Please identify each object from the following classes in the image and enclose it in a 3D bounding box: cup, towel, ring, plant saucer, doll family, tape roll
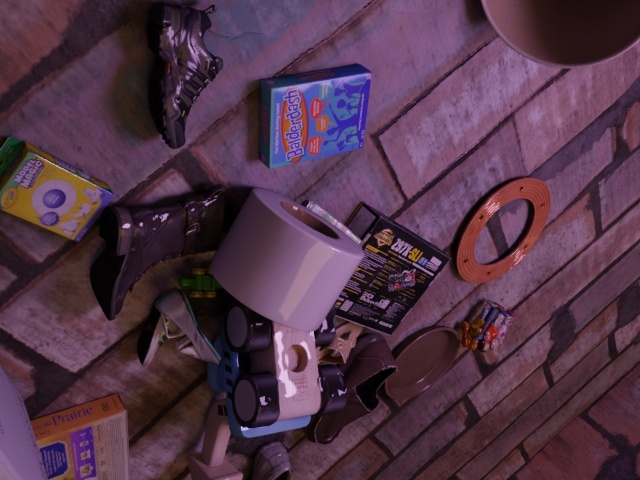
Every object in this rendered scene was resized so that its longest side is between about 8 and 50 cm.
[{"bbox_3d":[0.491,-0.521,1.178,0.237,0.331,0.331,-47,146,-38],"label":"cup"},{"bbox_3d":[0.000,0.000,1.345,0.152,0.023,0.113,37,98,-21],"label":"towel"},{"bbox_3d":[0.497,-0.027,1.747,0.337,0.032,0.336,-20,133,-23],"label":"ring"},{"bbox_3d":[0.295,0.357,1.889,0.278,0.041,0.278,-21,134,-24],"label":"plant saucer"},{"bbox_3d":[0.495,0.264,1.938,0.163,0.118,0.263,-59,154,7],"label":"doll family"},{"bbox_3d":[-0.062,0.032,1.197,0.246,0.246,0.169,20,106,-45],"label":"tape roll"}]

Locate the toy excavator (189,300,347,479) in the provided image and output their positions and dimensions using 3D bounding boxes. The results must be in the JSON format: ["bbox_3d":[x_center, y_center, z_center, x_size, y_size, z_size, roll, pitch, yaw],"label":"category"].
[{"bbox_3d":[-0.161,0.348,1.416,0.222,0.445,0.433,1,78,-37],"label":"toy excavator"}]

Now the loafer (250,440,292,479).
[{"bbox_3d":[-0.143,0.697,1.768,0.112,0.111,0.319,-12,129,-30],"label":"loafer"}]

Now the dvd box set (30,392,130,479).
[{"bbox_3d":[-0.602,0.495,1.292,0.420,0.062,0.307,-14,130,-29],"label":"dvd box set"}]

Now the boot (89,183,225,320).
[{"bbox_3d":[-0.281,0.024,1.150,0.229,0.091,0.263,-11,136,-41],"label":"boot"}]

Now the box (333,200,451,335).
[{"bbox_3d":[0.137,0.079,1.520,0.322,0.079,0.257,25,103,-46],"label":"box"}]

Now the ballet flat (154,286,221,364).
[{"bbox_3d":[-0.260,0.178,1.232,0.068,0.072,0.213,-32,131,-16],"label":"ballet flat"}]

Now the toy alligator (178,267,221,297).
[{"bbox_3d":[-0.224,0.082,1.263,0.190,0.051,0.056,6,88,-60],"label":"toy alligator"}]

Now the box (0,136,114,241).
[{"bbox_3d":[-0.425,-0.077,0.988,0.105,0.043,0.179,-51,136,7],"label":"box"}]

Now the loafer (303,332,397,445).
[{"bbox_3d":[0.079,0.421,1.705,0.134,0.130,0.366,13,114,-43],"label":"loafer"}]

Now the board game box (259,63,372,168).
[{"bbox_3d":[-0.010,-0.230,1.181,0.210,0.047,0.160,-17,131,-26],"label":"board game box"}]

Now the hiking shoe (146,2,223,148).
[{"bbox_3d":[-0.202,-0.248,0.989,0.114,0.086,0.227,-11,128,-27],"label":"hiking shoe"}]

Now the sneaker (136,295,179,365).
[{"bbox_3d":[-0.309,0.184,1.272,0.075,0.057,0.161,10,113,-36],"label":"sneaker"}]

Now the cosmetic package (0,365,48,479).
[{"bbox_3d":[-0.629,0.294,0.912,0.327,0.329,0.393,-25,135,-21],"label":"cosmetic package"}]

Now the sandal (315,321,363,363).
[{"bbox_3d":[0.030,0.287,1.600,0.240,0.079,0.088,-25,135,-20],"label":"sandal"}]
